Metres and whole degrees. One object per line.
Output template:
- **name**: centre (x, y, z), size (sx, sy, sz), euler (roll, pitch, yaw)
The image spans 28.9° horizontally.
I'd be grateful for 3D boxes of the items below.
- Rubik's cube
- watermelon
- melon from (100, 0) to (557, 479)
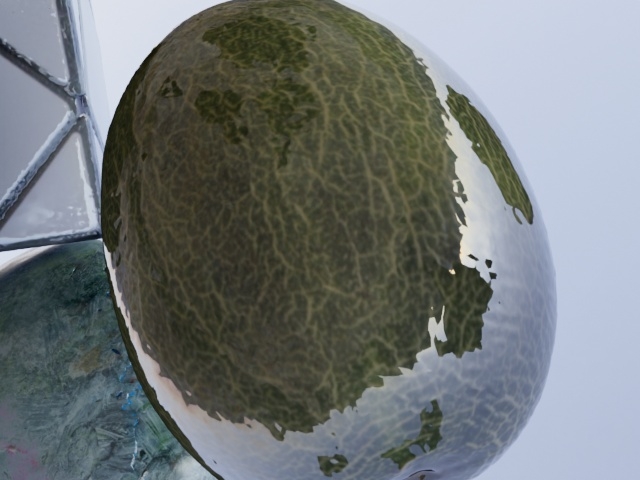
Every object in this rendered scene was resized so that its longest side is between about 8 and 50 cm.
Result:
- **Rubik's cube**: centre (-0.269, -0.114, 0.933), size (0.205, 0.207, 0.205), euler (-7, -159, -5)
- **watermelon**: centre (-0.182, 0.153, 0.870), size (0.175, 0.322, 0.188), euler (-17, 175, -38)
- **melon**: centre (0.000, 0.000, 0.684), size (0.237, 0.237, 0.302), euler (-31, -121, 15)
